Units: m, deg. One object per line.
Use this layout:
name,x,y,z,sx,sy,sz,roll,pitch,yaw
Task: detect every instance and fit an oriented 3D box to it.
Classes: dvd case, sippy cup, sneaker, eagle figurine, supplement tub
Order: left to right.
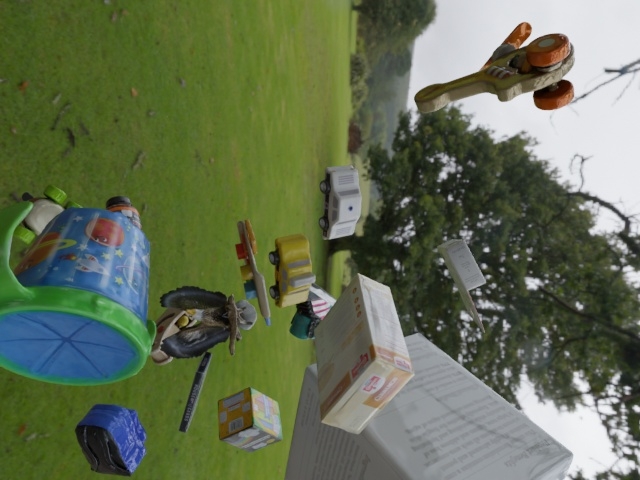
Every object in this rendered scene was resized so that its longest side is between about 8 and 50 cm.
sippy cup,-0.373,0.076,0.781,0.305,0.240,0.224,117,-22,-44
supplement tub,-0.556,-0.029,1.391,0.106,0.106,0.198,81,-11,-61
dvd case,-0.380,0.457,1.522,0.238,0.029,0.179,-175,-78,-84
eagle figurine,-0.389,0.262,1.662,0.225,0.298,0.226,59,38,-26
sneaker,-0.052,0.227,1.621,0.178,0.124,0.295,-54,129,-6

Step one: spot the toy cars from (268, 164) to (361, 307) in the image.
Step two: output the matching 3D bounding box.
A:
toy cars,0.000,0.000,1.207,0.176,0.087,0.394,38,85,-40

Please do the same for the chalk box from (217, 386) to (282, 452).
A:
chalk box,-0.210,0.580,1.579,0.213,0.132,0.132,48,20,-45

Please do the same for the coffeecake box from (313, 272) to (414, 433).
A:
coffeecake box,0.056,0.166,0.748,0.142,0.068,0.185,-56,-159,27

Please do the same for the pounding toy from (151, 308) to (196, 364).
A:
pounding toy,-0.591,0.339,1.790,0.269,0.154,0.155,-49,126,-23

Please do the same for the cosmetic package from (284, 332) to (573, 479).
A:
cosmetic package,0.178,0.445,0.959,0.393,0.329,0.327,37,-56,47

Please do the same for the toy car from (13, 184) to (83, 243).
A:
toy car,-0.761,-0.070,1.314,0.155,0.188,0.149,-61,153,-20

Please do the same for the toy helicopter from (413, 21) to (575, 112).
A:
toy helicopter,0.392,-0.386,1.149,0.235,0.355,0.140,-80,149,-44

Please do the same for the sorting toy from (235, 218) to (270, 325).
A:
sorting toy,-0.179,0.075,1.238,0.348,0.047,0.196,89,-18,-47

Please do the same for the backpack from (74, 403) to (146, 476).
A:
backpack,-0.383,0.353,0.904,0.101,0.098,0.120,-71,150,-59

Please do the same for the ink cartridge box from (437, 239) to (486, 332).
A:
ink cartridge box,0.452,0.125,1.524,0.261,0.066,0.296,65,8,3
